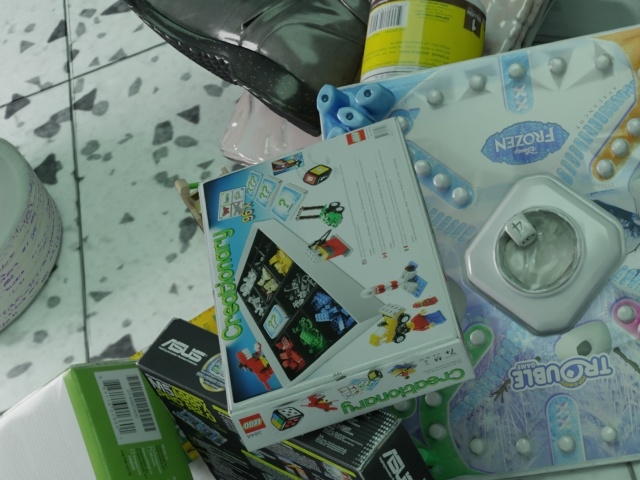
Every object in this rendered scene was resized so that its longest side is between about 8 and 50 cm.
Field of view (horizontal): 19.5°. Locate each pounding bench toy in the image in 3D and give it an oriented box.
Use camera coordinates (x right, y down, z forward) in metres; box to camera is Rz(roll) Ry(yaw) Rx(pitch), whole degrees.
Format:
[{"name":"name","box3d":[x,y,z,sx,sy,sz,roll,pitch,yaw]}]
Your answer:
[{"name":"pounding bench toy","box3d":[-0.110,-0.047,1.982,0.065,0.083,0.052,-33,43,-4]}]

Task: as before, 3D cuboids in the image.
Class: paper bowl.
[{"name":"paper bowl","box3d":[-0.443,-0.010,2.074,0.284,0.148,0.284,-14,44,14]}]

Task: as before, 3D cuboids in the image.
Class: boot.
[{"name":"boot","box3d":[-0.054,-0.273,2.005,0.338,0.118,0.222,34,90,28]}]

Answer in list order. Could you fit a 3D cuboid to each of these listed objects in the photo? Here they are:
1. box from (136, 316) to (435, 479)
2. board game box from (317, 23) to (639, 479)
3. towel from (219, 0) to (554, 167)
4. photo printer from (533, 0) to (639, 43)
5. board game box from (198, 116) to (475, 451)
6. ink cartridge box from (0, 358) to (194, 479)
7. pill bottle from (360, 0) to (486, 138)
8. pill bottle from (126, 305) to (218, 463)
[{"name":"box","box3d":[-0.011,0.191,1.611,0.270,0.216,0.060,20,61,40]},{"name":"board game box","box3d":[0.195,0.009,1.663,0.390,0.050,0.390,-10,75,17]},{"name":"towel","box3d":[0.073,-0.196,1.975,0.317,0.053,0.331,23,85,38]},{"name":"photo printer","box3d":[0.297,-0.354,2.047,0.256,0.107,0.307,11,56,34]},{"name":"board game box","box3d":[0.005,0.028,1.572,0.193,0.053,0.305,-18,39,6]},{"name":"ink cartridge box","box3d":[-0.237,0.245,1.719,0.255,0.097,0.188,-35,68,39]},{"name":"pill bottle","box3d":[0.095,-0.137,1.827,0.117,0.117,0.215,0,72,27]},{"name":"pill bottle","box3d":[-0.086,0.120,1.787,0.208,0.117,0.117,-31,43,-4]}]
